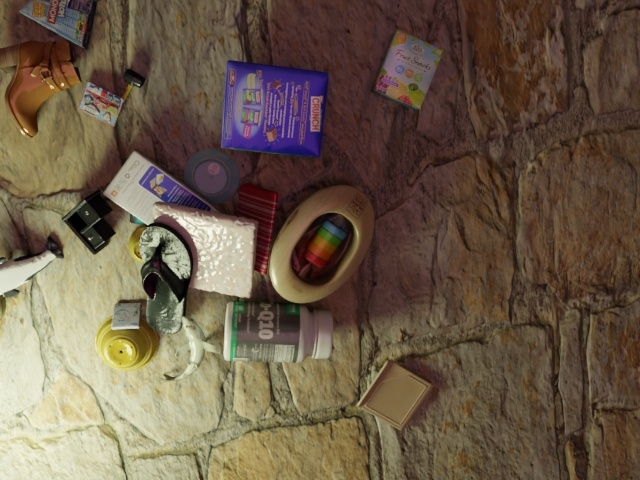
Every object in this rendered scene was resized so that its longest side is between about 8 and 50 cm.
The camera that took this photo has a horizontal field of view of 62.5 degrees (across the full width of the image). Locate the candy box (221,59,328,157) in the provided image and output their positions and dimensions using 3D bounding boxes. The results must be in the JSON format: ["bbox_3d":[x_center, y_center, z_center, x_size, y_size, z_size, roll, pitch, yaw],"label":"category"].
[{"bbox_3d":[-0.146,-0.410,1.677,0.316,0.122,0.269,5,100,-7],"label":"candy box"}]

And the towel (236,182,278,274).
[{"bbox_3d":[-0.219,-0.045,1.759,0.031,0.198,0.275,0,104,-43],"label":"towel"}]

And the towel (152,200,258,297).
[{"bbox_3d":[-0.368,0.034,1.702,0.331,0.053,0.317,10,127,3],"label":"towel"}]

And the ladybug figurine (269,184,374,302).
[{"bbox_3d":[0.000,0.000,1.786,0.305,0.162,0.449,38,91,-21],"label":"ladybug figurine"}]

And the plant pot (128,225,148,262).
[{"bbox_3d":[-0.581,0.023,1.761,0.134,0.095,0.134,-1,102,-6],"label":"plant pot"}]

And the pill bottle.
[{"bbox_3d":[-0.147,0.317,1.821,0.360,0.204,0.204,3,101,-8],"label":"pill bottle"}]

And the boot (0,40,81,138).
[{"bbox_3d":[-0.850,-0.471,1.633,0.220,0.109,0.284,-10,95,-9],"label":"boot"}]

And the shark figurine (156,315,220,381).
[{"bbox_3d":[-0.448,0.399,1.848,0.166,0.116,0.278,24,105,-8],"label":"shark figurine"}]

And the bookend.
[{"bbox_3d":[-0.724,-0.056,1.700,0.156,0.072,0.157,-26,107,35],"label":"bookend"}]

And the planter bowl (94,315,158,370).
[{"bbox_3d":[-0.679,0.369,1.822,0.217,0.090,0.217,-1,101,-7],"label":"planter bowl"}]

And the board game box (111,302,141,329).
[{"bbox_3d":[-0.665,0.259,1.809,0.090,0.020,0.090,-1,57,-6],"label":"board game box"}]

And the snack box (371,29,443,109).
[{"bbox_3d":[0.289,-0.568,1.765,0.174,0.070,0.207,19,97,-10],"label":"snack box"}]

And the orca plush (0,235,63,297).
[{"bbox_3d":[-1.004,0.078,1.713,0.287,0.102,0.151,-44,143,-20],"label":"orca plush"}]

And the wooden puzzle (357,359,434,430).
[{"bbox_3d":[0.286,0.590,2.019,0.238,0.044,0.221,32,96,-17],"label":"wooden puzzle"}]

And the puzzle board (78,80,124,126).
[{"bbox_3d":[-0.700,-0.435,1.679,0.128,0.011,0.097,27,105,-2],"label":"puzzle board"}]

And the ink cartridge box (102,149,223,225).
[{"bbox_3d":[-0.501,-0.116,1.731,0.370,0.069,0.176,37,94,-14],"label":"ink cartridge box"}]

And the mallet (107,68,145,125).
[{"bbox_3d":[-0.640,-0.460,1.689,0.062,0.039,0.190,38,99,-12],"label":"mallet"}]

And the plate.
[{"bbox_3d":[-0.367,-0.214,1.777,0.188,0.024,0.188,-1,102,-6],"label":"plate"}]

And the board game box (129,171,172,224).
[{"bbox_3d":[-0.566,-0.143,1.764,0.126,0.026,0.186,6,101,-8],"label":"board game box"}]

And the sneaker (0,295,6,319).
[{"bbox_3d":[-1.173,0.114,1.658,0.158,0.182,0.411,-31,104,0],"label":"sneaker"}]

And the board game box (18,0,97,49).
[{"bbox_3d":[-0.794,-0.707,1.598,0.194,0.060,0.194,13,95,-10],"label":"board game box"}]

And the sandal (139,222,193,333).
[{"bbox_3d":[-0.503,0.149,1.709,0.167,0.107,0.446,7,123,0],"label":"sandal"}]
